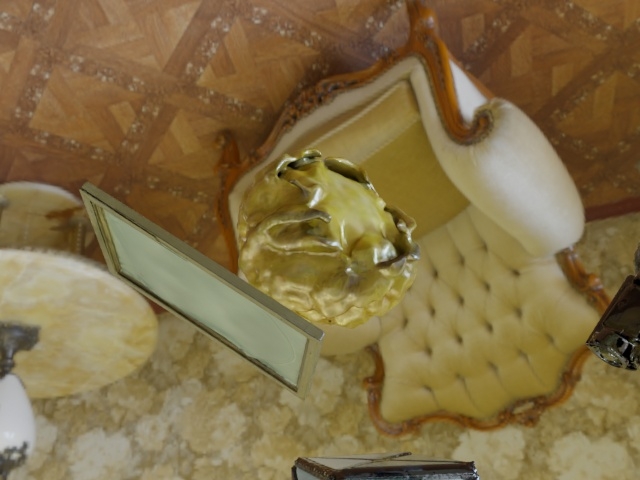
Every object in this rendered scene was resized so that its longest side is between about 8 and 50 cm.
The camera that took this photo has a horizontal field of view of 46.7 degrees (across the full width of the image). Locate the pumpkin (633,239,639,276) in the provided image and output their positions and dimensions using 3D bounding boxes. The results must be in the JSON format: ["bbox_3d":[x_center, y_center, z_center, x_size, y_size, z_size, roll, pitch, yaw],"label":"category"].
[{"bbox_3d":[0.705,0.081,1.353,0.295,0.296,0.296,-4,145,-3],"label":"pumpkin"}]

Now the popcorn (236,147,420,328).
[{"bbox_3d":[0.000,0.000,0.952,0.250,0.250,0.190,3,139,-13],"label":"popcorn"}]

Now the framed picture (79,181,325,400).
[{"bbox_3d":[-0.088,0.044,0.558,0.201,0.010,0.136,32,154,11],"label":"framed picture"}]

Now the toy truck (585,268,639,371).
[{"bbox_3d":[0.423,0.127,0.784,0.127,0.257,0.127,-53,133,-11],"label":"toy truck"}]

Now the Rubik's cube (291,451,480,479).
[{"bbox_3d":[0.097,0.479,1.200,0.246,0.250,0.248,3,170,-18],"label":"Rubik's cube"}]
